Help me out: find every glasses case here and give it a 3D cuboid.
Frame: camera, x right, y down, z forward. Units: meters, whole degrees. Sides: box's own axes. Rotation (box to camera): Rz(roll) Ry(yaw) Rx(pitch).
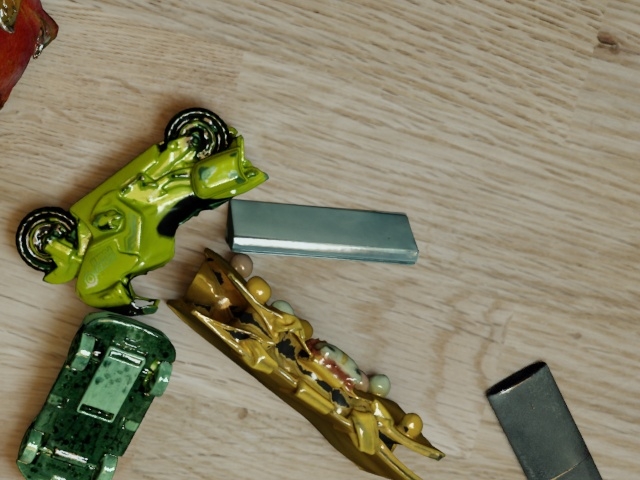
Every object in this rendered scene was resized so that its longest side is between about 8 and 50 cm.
[{"bbox_3d":[0.000,0.000,1.862,0.266,0.105,0.056,4,124,-11],"label":"glasses case"}]

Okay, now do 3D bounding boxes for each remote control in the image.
[{"bbox_3d":[0.379,0.370,2.016,0.107,0.044,0.377,-30,104,-10],"label":"remote control"}]

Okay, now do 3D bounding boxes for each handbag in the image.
[{"bbox_3d":[-0.018,0.176,1.782,0.401,0.283,0.133,42,86,-13],"label":"handbag"}]

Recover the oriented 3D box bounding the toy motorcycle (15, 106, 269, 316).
[{"bbox_3d":[-0.233,-0.025,1.780,0.342,0.142,0.206,-35,105,-2],"label":"toy motorcycle"}]

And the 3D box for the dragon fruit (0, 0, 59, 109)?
[{"bbox_3d":[-0.465,-0.289,1.649,0.250,0.250,0.315,-19,87,-8],"label":"dragon fruit"}]

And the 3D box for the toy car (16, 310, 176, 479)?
[{"bbox_3d":[-0.314,0.218,1.813,0.136,0.125,0.306,22,117,-19],"label":"toy car"}]
